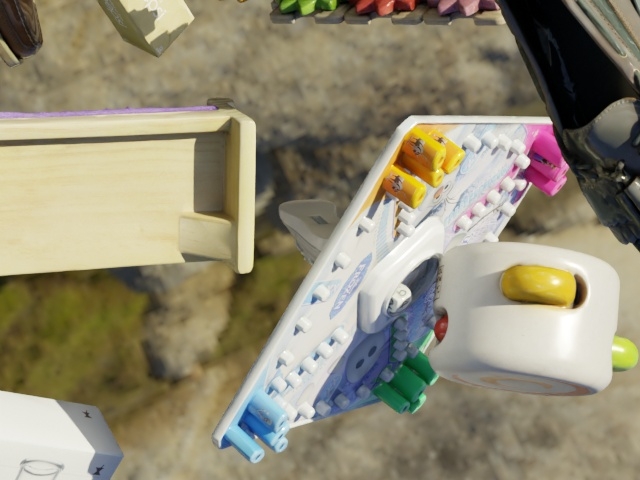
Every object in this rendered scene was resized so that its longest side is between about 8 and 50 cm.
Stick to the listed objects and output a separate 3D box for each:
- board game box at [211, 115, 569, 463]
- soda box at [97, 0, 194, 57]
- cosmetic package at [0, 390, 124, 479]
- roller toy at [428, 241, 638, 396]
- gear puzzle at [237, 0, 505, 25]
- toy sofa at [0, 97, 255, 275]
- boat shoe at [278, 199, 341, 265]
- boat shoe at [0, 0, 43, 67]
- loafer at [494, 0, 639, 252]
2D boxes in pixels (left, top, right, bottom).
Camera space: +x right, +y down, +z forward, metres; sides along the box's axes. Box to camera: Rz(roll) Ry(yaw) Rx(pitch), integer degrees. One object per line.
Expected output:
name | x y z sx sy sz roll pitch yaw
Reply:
board game box | 0.094 0.046 1.798 0.390 0.050 0.390 -6 131 -60
soda box | -0.198 -0.267 1.741 0.061 0.058 0.181 -50 141 -15
cosmetic package | -0.432 0.279 1.789 0.377 0.097 0.284 14 114 -38
roller toy | 0.209 0.076 1.792 0.191 0.146 0.209 -2 166 39
gear puzzle | 0.049 -0.247 1.562 0.339 0.044 0.175 5 -146 33
toy sofa | -0.249 -0.050 1.595 0.363 0.150 0.177 -4 -164 -19
boat shoe | 0.000 0.000 1.914 0.066 0.063 0.184 -7 -162 -20
boat shoe | -0.336 -0.339 1.821 0.104 0.307 0.111 -17 -172 1
loafer | 0.151 -0.081 0.961 0.084 0.267 0.096 -15 165 -40
